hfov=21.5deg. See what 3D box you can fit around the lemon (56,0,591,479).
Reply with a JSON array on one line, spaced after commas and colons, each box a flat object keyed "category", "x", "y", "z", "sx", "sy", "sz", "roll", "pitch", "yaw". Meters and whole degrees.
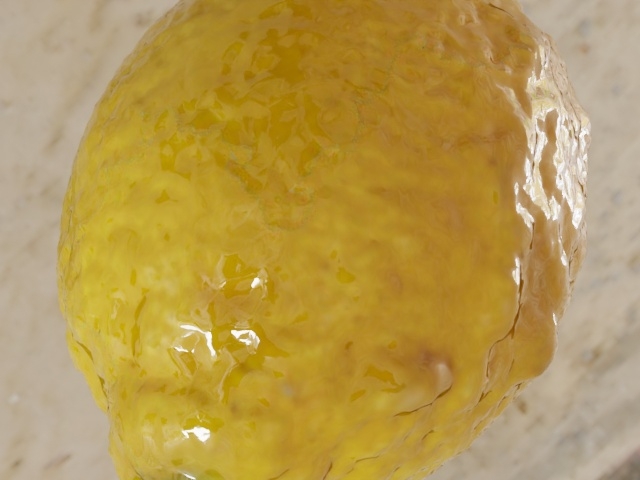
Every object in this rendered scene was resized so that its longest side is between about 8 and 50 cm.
[{"category": "lemon", "x": 0.000, "y": 0.000, "z": 0.458, "sx": 0.142, "sy": 0.142, "sz": 0.187, "roll": 99, "pitch": 16, "yaw": -56}]
